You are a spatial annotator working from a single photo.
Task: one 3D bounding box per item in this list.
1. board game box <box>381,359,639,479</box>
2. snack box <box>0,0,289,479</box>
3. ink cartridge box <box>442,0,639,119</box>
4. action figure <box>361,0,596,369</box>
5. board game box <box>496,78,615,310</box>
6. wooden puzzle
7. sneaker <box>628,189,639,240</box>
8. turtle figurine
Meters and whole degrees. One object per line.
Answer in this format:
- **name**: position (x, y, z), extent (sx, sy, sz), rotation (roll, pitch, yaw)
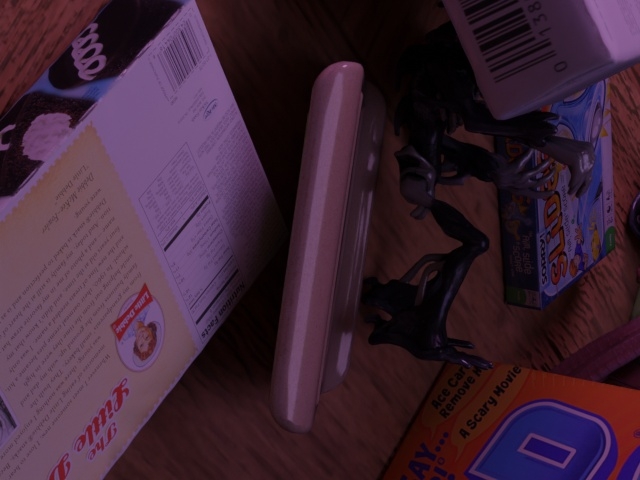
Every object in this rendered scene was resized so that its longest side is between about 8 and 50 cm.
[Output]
- **board game box**: position (0.223, 0.356, 1.421), extent (0.356, 0.356, 0.356), rotation (-58, 140, -30)
- **snack box**: position (-0.145, 0.030, 1.057), extent (0.322, 0.060, 0.187), rotation (-53, 138, -35)
- **ink cartridge box**: position (0.140, -0.252, 1.298), extent (0.308, 0.091, 0.385), rotation (66, 21, 1)
- **action figure**: position (0.111, -0.055, 1.332), extent (0.164, 0.141, 0.276), rotation (-99, -159, -86)
- **board game box**: position (0.191, -0.062, 1.554), extent (0.136, 0.035, 0.201), rotation (-34, 126, -47)
- **wooden puzzle**: position (0.000, 0.000, 1.224), extent (0.238, 0.044, 0.221), rotation (-13, 111, -83)
- **sneaker**: position (0.336, 0.051, 1.744), extent (0.180, 0.124, 0.321), rotation (35, 58, -49)
- **turtle figurine**: position (0.327, 0.106, 1.605), extent (0.198, 0.274, 0.266), rotation (11, 94, -75)
